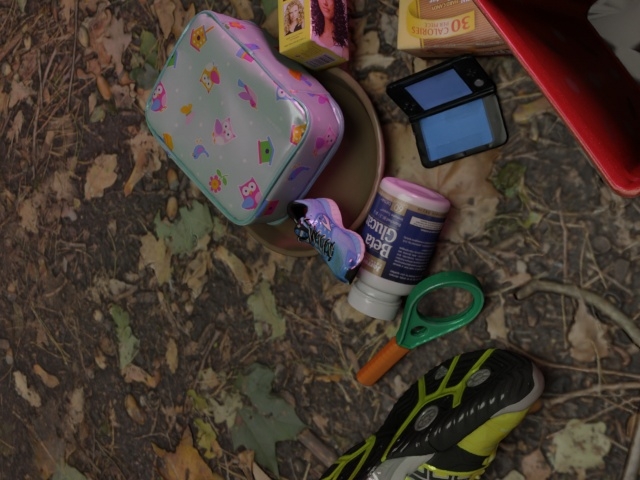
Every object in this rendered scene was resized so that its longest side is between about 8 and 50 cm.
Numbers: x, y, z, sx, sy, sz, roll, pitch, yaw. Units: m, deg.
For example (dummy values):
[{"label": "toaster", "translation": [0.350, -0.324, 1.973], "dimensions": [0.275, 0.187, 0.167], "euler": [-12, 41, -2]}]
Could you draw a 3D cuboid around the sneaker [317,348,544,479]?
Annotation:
[{"label": "sneaker", "translation": [0.141, 0.283, 0.986], "dimensions": [0.147, 0.145, 0.385], "euler": [41, 114, -8]}]

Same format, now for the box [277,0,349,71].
[{"label": "box", "translation": [-0.012, -0.352, 1.046], "dimensions": [0.058, 0.087, 0.232], "euler": [-12, 76, 36]}]

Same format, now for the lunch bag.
[{"label": "lunch bag", "translation": [-0.114, -0.165, 1.084], "dimensions": [0.279, 0.108, 0.224], "euler": [48, 121, 25]}]

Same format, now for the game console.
[{"label": "game console", "translation": [0.156, -0.158, 0.975], "dimensions": [0.122, 0.107, 0.071], "euler": [-16, 55, 33]}]

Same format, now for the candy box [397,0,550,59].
[{"label": "candy box", "translation": [0.197, -0.381, 0.925], "dimensions": [0.183, 0.087, 0.317], "euler": [6, 94, 32]}]

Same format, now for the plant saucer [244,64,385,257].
[{"label": "plant saucer", "translation": [-0.023, -0.116, 1.113], "dimensions": [0.277, 0.041, 0.278], "euler": [2, 94, 34]}]

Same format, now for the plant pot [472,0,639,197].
[{"label": "plant pot", "translation": [0.343, -0.226, 0.738], "dimensions": [0.267, 0.235, 0.267], "euler": [-39, 76, 30]}]

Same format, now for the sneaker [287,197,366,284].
[{"label": "sneaker", "translation": [0.000, 0.000, 1.004], "dimensions": [0.162, 0.073, 0.063], "euler": [55, 128, 48]}]

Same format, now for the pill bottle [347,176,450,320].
[{"label": "pill bottle", "translation": [0.094, 0.012, 1.006], "dimensions": [0.094, 0.094, 0.169], "euler": [28, 107, 30]}]

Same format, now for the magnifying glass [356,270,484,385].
[{"label": "magnifying glass", "translation": [0.121, 0.119, 1.010], "dimensions": [0.231, 0.092, 0.026], "euler": [-49, 31, 36]}]
